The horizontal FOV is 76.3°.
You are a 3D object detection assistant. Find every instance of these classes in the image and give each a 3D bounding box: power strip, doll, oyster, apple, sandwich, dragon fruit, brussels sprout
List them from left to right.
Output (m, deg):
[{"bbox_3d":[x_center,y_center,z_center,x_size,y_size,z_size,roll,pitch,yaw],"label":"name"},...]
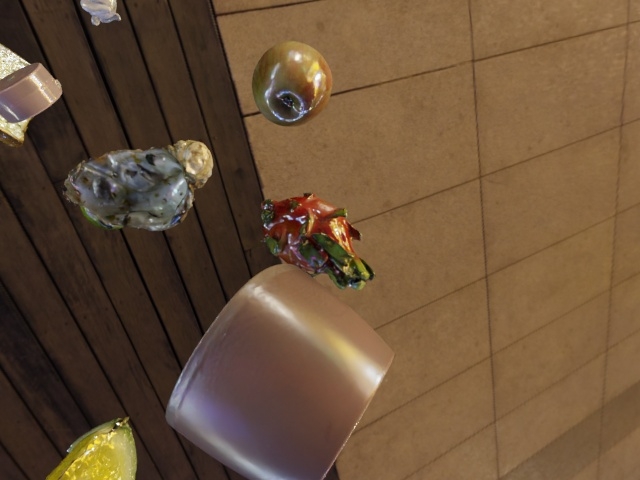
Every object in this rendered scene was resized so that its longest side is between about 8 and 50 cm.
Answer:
[{"bbox_3d":[-0.952,-0.437,1.193,0.226,0.087,0.251,41,53,-59],"label":"sandwich"},{"bbox_3d":[-0.710,-0.357,0.979,0.154,0.154,0.078,-38,135,-11],"label":"power strip"},{"bbox_3d":[-0.754,-0.114,1.437,0.161,0.181,0.144,17,121,-18],"label":"brussels sprout"},{"bbox_3d":[-0.627,-0.839,1.222,0.099,0.188,0.384,17,96,5],"label":"doll"},{"bbox_3d":[-0.325,-0.107,0.731,0.294,0.094,0.166,8,119,11],"label":"oyster"},{"bbox_3d":[-0.087,-0.477,1.275,0.256,0.234,0.257,-2,140,-2],"label":"apple"},{"bbox_3d":[-0.015,0.003,0.877,0.200,0.269,0.198,4,125,-30],"label":"dragon fruit"}]

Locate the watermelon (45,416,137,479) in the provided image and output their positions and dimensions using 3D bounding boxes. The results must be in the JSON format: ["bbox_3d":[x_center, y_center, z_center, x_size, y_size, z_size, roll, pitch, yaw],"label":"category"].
[{"bbox_3d":[-0.233,0.273,0.280,0.123,0.301,0.129,24,125,3],"label":"watermelon"}]

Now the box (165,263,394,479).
[{"bbox_3d":[-0.038,0.201,0.598,0.301,0.216,0.301,-51,162,-24],"label":"box"}]
